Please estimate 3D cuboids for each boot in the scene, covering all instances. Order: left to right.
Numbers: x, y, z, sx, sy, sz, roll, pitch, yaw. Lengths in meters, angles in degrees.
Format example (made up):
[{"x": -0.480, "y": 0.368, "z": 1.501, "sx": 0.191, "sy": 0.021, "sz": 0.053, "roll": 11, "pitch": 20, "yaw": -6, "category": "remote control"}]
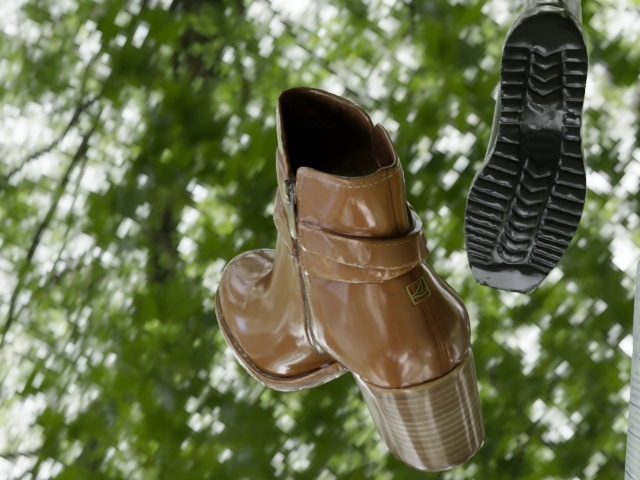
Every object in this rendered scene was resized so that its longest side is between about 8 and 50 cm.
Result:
[{"x": 0.000, "y": 0.000, "z": 0.818, "sx": 0.073, "sy": 0.152, "sz": 0.197, "roll": -32, "pitch": -146, "yaw": -23, "category": "boot"}, {"x": 0.149, "y": -0.076, "z": 1.246, "sx": 0.076, "sy": 0.198, "sz": 0.137, "roll": 14, "pitch": -154, "yaw": 4, "category": "boot"}]

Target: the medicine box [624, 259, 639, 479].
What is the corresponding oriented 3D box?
[{"x": 0.464, "y": 0.166, "z": 1.944, "sx": 0.263, "sy": 0.149, "sz": 0.289, "roll": 4, "pitch": -90, "yaw": 3, "category": "medicine box"}]
